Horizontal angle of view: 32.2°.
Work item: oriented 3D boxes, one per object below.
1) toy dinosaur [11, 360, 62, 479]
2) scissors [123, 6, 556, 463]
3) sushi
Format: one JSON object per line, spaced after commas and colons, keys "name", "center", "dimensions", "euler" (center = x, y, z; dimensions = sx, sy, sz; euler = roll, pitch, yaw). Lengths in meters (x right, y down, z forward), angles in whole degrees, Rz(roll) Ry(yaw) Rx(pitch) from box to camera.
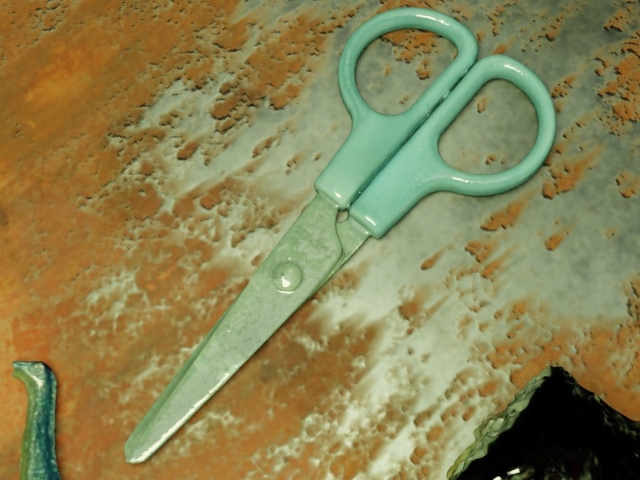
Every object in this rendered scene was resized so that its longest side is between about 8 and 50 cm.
{"name": "toy dinosaur", "center": [-0.175, 0.255, 0.760], "dimensions": [0.147, 0.076, 0.363], "euler": [-30, 69, -16]}
{"name": "scissors", "center": [0.000, 0.000, 0.870], "dimensions": [0.192, 0.029, 0.447], "euler": [38, 75, 14]}
{"name": "sushi", "center": [0.156, 0.214, 0.699], "dimensions": [0.219, 0.225, 0.238], "euler": [47, 110, 7]}
